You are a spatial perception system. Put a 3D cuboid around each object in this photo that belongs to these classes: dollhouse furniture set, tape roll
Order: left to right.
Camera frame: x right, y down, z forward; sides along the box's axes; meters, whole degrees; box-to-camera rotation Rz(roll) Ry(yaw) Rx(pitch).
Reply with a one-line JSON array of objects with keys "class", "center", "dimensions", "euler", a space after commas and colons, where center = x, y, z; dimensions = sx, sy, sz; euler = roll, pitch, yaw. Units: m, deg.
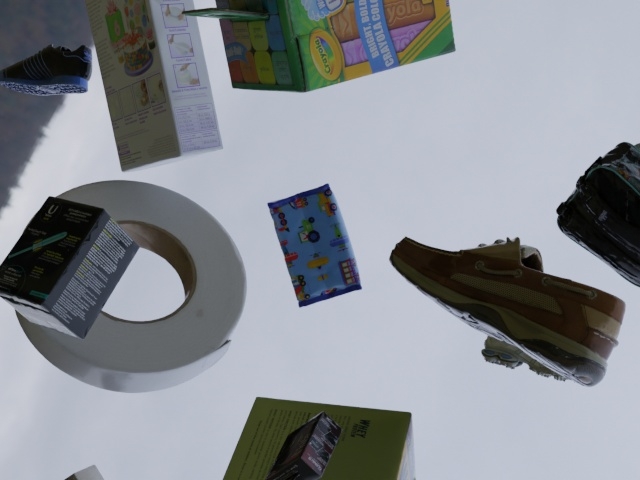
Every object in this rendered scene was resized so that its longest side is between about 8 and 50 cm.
[{"class": "dollhouse furniture set", "center": [-0.400, 0.472, 1.534], "dimensions": [0.123, 0.151, 0.144], "euler": [-34, 173, -1]}, {"class": "tape roll", "center": [-0.315, 0.069, 1.581], "dimensions": [0.072, 0.392, 0.392], "euler": [120, -19, -48]}]

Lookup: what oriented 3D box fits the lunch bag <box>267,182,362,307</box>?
[{"class": "lunch bag", "center": [0.000, 0.000, 1.990], "dimensions": [0.138, 0.221, 0.293], "euler": [-17, -177, 6]}]

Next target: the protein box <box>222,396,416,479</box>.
[{"class": "protein box", "center": [-0.001, 0.312, 1.122], "dimensions": [0.201, 0.136, 0.200], "euler": [3, -143, 15]}]

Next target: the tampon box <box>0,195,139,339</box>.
[{"class": "tampon box", "center": [-0.361, 0.036, 1.334], "dimensions": [0.120, 0.101, 0.161], "euler": [13, -117, 33]}]

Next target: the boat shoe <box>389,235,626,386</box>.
[{"class": "boat shoe", "center": [0.232, 0.061, 1.163], "dimensions": [0.324, 0.122, 0.120], "euler": [29, -94, 40]}]

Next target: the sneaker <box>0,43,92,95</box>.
[{"class": "sneaker", "center": [-0.556, -0.349, 1.910], "dimensions": [0.232, 0.081, 0.090], "euler": [5, -100, 25]}]

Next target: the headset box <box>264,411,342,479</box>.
[{"class": "headset box", "center": [-0.018, 0.226, 0.980], "dimensions": [0.062, 0.032, 0.083], "euler": [-40, -171, 34]}]

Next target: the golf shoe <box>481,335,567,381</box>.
[{"class": "golf shoe", "center": [0.343, 0.169, 1.465], "dimensions": [0.176, 0.069, 0.086], "euler": [14, -97, 18]}]

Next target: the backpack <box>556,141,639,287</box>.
[{"class": "backpack", "center": [0.458, -0.032, 1.341], "dimensions": [0.144, 0.188, 0.166], "euler": [-31, 158, -33]}]

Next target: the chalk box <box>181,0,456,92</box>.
[{"class": "chalk box", "center": [-0.014, -0.276, 1.105], "dimensions": [0.180, 0.289, 0.179], "euler": [19, -55, 57]}]

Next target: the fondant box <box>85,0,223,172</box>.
[{"class": "fondant box", "center": [-0.301, -0.302, 1.684], "dimensions": [0.238, 0.096, 0.330], "euler": [-5, -82, 53]}]
